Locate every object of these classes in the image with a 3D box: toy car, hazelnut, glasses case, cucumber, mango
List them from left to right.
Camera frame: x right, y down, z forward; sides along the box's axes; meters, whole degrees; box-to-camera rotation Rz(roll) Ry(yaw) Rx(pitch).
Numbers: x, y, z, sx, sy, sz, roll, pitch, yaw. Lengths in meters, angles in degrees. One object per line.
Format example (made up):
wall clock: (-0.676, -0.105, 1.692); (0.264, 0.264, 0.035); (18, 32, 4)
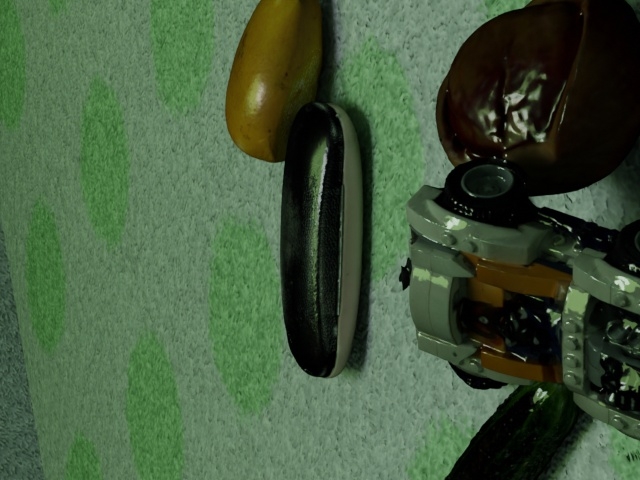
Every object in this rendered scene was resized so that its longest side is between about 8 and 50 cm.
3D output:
mango: (-0.053, -0.200, 2.046); (0.141, 0.102, 0.217); (-31, -43, -73)
glasses case: (0.000, 0.000, 2.005); (0.122, 0.075, 0.314); (-154, 63, -67)
cucumber: (0.177, 0.191, 1.642); (0.241, 0.074, 0.074); (117, 142, -45)
hazelnut: (0.187, -0.125, 1.463); (0.201, 0.161, 0.170); (116, 143, -59)
toy car: (0.199, 0.055, 1.386); (0.301, 0.118, 0.193); (24, 138, 30)

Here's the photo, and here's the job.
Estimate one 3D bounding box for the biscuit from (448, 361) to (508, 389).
biscuit: (0.157, 0.046, 1.685); (0.194, 0.053, 0.194); (176, 90, -65)
